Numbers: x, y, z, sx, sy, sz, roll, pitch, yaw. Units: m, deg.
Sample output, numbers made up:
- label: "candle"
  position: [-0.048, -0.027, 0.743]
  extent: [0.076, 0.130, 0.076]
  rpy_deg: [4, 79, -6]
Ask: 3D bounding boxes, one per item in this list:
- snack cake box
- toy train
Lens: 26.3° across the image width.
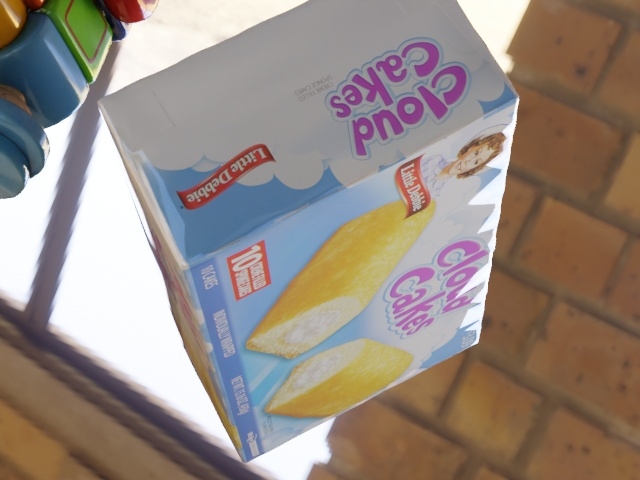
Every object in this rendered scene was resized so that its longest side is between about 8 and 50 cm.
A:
- label: "snack cake box"
  position: [0.000, 0.000, 0.652]
  extent: [0.089, 0.152, 0.264]
  rpy_deg: [60, 170, 24]
- label: "toy train"
  position: [-0.167, -0.142, 0.592]
  extent: [0.105, 0.143, 0.248]
  rpy_deg: [0, 144, 19]
